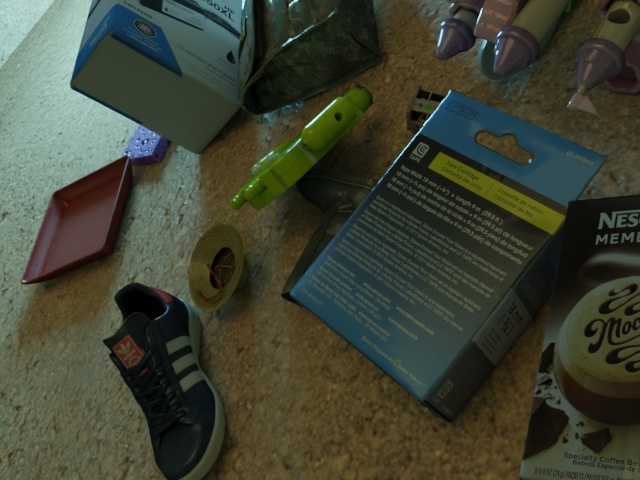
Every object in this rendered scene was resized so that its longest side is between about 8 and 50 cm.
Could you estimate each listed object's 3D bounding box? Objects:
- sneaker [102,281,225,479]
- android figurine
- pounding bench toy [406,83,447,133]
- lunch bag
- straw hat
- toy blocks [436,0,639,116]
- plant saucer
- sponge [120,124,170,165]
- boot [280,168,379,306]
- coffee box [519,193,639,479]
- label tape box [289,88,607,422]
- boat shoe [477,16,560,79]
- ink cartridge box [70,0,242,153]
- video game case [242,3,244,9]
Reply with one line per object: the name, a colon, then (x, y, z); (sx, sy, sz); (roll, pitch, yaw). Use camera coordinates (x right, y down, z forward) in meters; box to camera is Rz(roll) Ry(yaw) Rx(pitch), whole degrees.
sneaker: (-0.246, 0.198, 1.129); (0.131, 0.148, 0.350); (-39, 40, 10)
android figurine: (-0.035, -0.141, 1.210); (0.273, 0.056, 0.248); (-44, 10, -24)
pounding bench toy: (0.169, -0.184, 1.150); (0.065, 0.083, 0.052); (18, 71, 15)
lunch bag: (-0.051, -0.388, 1.419); (0.287, 0.169, 0.235); (-26, 51, 30)
straw hat: (-0.148, 0.048, 1.233); (0.145, 0.061, 0.144); (-18, 64, 40)
toy blocks: (0.256, -0.303, 0.904); (0.289, 0.309, 0.260); (29, 72, 25)
plant saucer: (-0.507, -0.036, 1.637); (0.259, 0.048, 0.259); (-20, 47, 29)
sponge: (-0.357, -0.259, 1.697); (0.117, 0.031, 0.210); (-2, 58, 41)
boot: (-0.002, -0.001, 1.146); (0.190, 0.076, 0.208); (9, 72, 48)
coffee box: (0.311, 0.107, 0.725); (0.168, 0.119, 0.297); (-6, 55, 40)
label tape box: (0.158, 0.010, 0.925); (0.333, 0.106, 0.241); (-51, 50, -3)
boat shoe: (0.304, -0.330, 1.137); (0.227, 0.079, 0.081); (-53, 15, -4)
ink cartridge box: (-0.318, -0.414, 1.567); (0.166, 0.286, 0.394); (-40, 38, 34)
video game case: (-0.106, -0.479, 1.656); (0.206, 0.026, 0.226); (-24, 45, 26)
